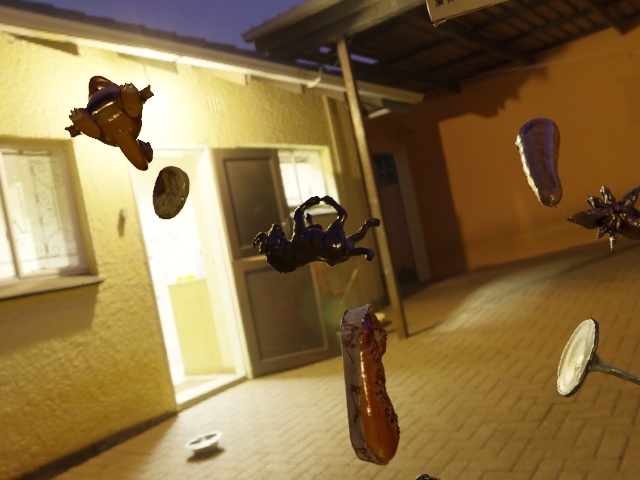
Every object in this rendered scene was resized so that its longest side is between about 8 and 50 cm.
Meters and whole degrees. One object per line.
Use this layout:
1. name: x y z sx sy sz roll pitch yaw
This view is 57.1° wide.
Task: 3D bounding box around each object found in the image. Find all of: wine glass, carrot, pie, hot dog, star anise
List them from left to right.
1. pie: -0.216 -0.069 0.845 0.084 0.084 0.021 -12 -17 38
2. hot dog: 0.061 0.173 0.712 0.059 0.191 0.108 -9 -7 12
3. carrot: 0.374 -0.126 0.988 0.078 0.078 0.298 -12 30 22
4. star anise: 0.476 -0.039 0.977 0.129 0.124 0.056 -2 -26 11
5. wine glass: 0.801 0.353 1.398 0.406 0.267 0.267 19 3 7

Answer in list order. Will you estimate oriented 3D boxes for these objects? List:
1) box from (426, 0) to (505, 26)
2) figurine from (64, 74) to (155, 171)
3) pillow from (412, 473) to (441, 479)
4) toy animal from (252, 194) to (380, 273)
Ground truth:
1. box: 0.225 -0.456 0.782 0.221 0.273 0.091 -9 19 30
2. figurine: -0.265 -0.155 0.786 0.121 0.122 0.176 -31 32 -5
3. pillow: 0.163 0.466 1.051 0.136 0.055 0.091 -27 22 -5
4. toy animal: 0.000 0.000 1.042 0.233 0.148 0.084 6 -30 27
